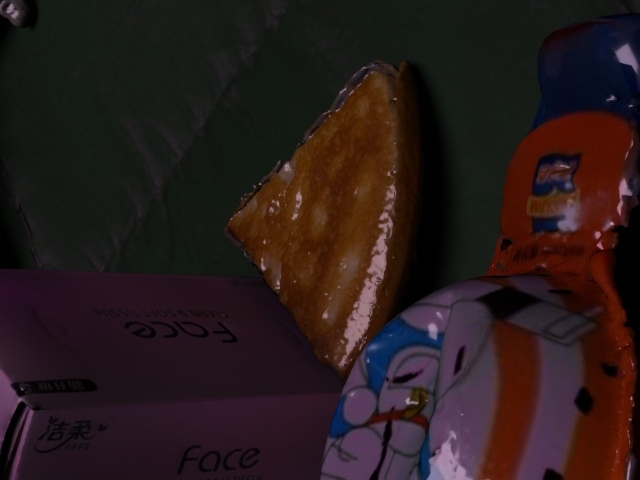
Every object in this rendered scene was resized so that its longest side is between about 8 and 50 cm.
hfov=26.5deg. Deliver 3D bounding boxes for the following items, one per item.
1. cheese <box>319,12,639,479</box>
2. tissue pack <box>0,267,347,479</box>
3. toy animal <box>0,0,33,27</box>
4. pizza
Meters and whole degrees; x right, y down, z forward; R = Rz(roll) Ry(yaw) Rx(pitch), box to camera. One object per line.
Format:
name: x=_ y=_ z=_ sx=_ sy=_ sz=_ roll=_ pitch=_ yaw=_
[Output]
cheese: x=0.091 y=0.057 z=0.622 sx=0.217 sy=0.129 sz=0.329 roll=1 pitch=72 yaw=68
tissue pack: x=-0.096 y=0.085 z=0.751 sx=0.148 sy=0.246 sz=0.092 roll=37 pitch=115 yaw=43
toy animal: x=-0.330 y=-0.180 z=1.171 sx=0.217 sy=0.073 sz=0.176 roll=27 pitch=102 yaw=51
pizza: x=0.000 y=0.000 z=0.796 sx=0.176 sy=0.036 sz=0.185 roll=-21 pitch=61 yaw=50
